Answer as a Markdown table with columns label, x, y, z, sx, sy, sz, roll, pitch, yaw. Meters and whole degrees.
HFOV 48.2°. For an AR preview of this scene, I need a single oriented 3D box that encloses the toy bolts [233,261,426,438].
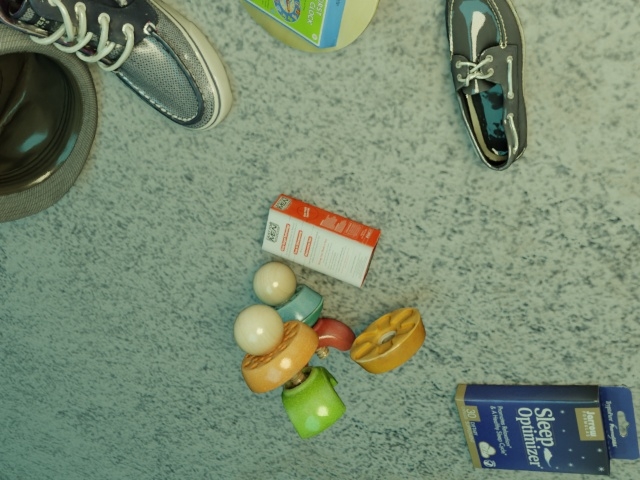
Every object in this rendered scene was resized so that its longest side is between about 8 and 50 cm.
| label | x | y | z | sx | sy | sz | roll | pitch | yaw |
| --- | --- | --- | --- | --- | --- | --- | --- | --- | --- |
| toy bolts | -0.006 | 0.097 | 0.908 | 0.218 | 0.228 | 0.159 | -35 | 105 | -1 |

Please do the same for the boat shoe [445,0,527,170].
| label | x | y | z | sx | sy | sz | roll | pitch | yaw |
| --- | --- | --- | --- | --- | --- | --- | --- | --- | --- |
| boat shoe | 0.170 | -0.167 | 0.727 | 0.075 | 0.065 | 0.206 | -6 | 119 | 26 |

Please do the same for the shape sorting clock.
| label | x | y | z | sx | sy | sz | roll | pitch | yaw |
| --- | --- | --- | --- | --- | --- | --- | --- | --- | --- |
| shape sorting clock | -0.025 | -0.289 | 0.724 | 0.206 | 0.040 | 0.206 | 29 | 141 | 27 |

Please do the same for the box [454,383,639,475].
| label | x | y | z | sx | sy | sz | roll | pitch | yaw |
| --- | --- | --- | --- | --- | --- | --- | --- | --- | --- |
| box | 0.307 | 0.256 | 0.972 | 0.225 | 0.036 | 0.137 | -6 | 119 | 25 |

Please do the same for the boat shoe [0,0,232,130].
| label | x | y | z | sx | sy | sz | roll | pitch | yaw |
| --- | --- | --- | --- | --- | --- | --- | --- | --- | --- |
| boat shoe | -0.257 | -0.236 | 0.802 | 0.340 | 0.158 | 0.127 | 46 | 127 | -10 |

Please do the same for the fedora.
| label | x | y | z | sx | sy | sz | roll | pitch | yaw |
| --- | --- | --- | --- | --- | --- | --- | --- | --- | --- |
| fedora | -0.415 | -0.166 | 0.907 | 0.124 | 0.243 | 0.276 | 45 | 137 | 28 |

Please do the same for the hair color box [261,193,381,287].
| label | x | y | z | sx | sy | sz | roll | pitch | yaw |
| --- | --- | --- | --- | --- | --- | --- | --- | --- | --- |
| hair color box | 0.000 | 0.000 | 0.925 | 0.141 | 0.043 | 0.072 | 21 | 127 | 7 |
